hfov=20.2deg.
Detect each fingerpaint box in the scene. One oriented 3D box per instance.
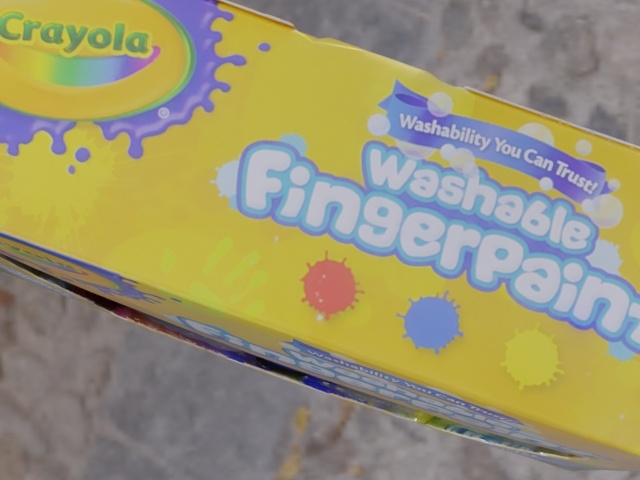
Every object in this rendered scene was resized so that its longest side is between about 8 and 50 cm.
[{"bbox_3d":[0.000,0.000,1.073,0.444,0.371,0.163,19,82,0],"label":"fingerpaint box"}]
